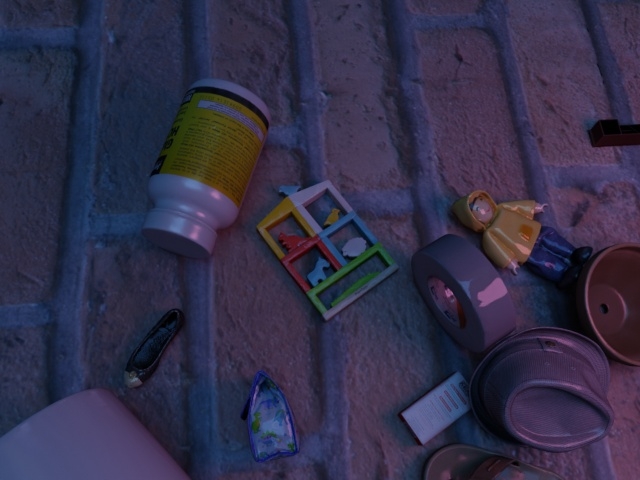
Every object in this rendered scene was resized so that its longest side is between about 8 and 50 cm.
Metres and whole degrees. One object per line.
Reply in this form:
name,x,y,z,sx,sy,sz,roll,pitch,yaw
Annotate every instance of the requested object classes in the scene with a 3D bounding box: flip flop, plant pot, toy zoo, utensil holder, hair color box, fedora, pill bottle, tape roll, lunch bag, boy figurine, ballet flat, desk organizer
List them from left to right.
utensil holder,-0.327,0.469,0.859,0.385,0.327,0.327,42,73,15
ballet flat,-0.325,0.203,1.099,0.058,0.049,0.173,28,71,9
pill bottle,-0.234,-0.142,1.158,0.188,0.188,0.333,15,69,3
lunch bag,-0.092,0.314,1.026,0.096,0.129,0.151,-10,71,-7
toy zoo,0.000,0.000,1.199,0.192,0.030,0.293,-35,74,-14
hair color box,0.224,0.317,1.084,0.141,0.043,0.072,-32,75,-12
tape roll,0.263,0.099,1.074,0.072,0.219,0.219,-29,73,-12
flip flop,0.321,0.436,1.024,0.277,0.080,0.112,13,70,2
boy figurine,0.413,-0.020,1.195,0.285,0.092,0.177,34,74,6
fedora,0.409,0.284,1.008,0.276,0.124,0.243,18,102,-7
plant pot,0.589,0.128,1.123,0.238,0.110,0.237,3,77,-13
desk organizer,0.692,-0.249,1.311,0.130,0.050,0.047,-4,70,-4
